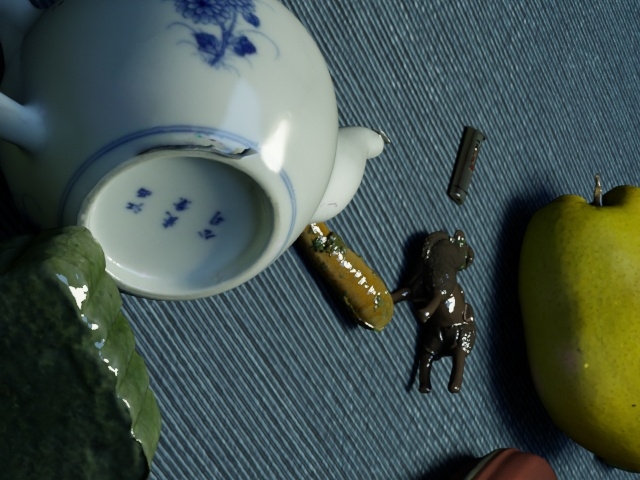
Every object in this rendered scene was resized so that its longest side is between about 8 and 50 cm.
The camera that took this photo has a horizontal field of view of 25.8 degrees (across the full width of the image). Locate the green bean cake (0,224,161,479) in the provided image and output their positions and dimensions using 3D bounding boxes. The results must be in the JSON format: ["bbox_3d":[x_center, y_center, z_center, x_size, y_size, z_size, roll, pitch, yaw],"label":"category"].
[{"bbox_3d":[-0.215,0.094,0.949,0.094,0.183,0.185,-80,153,-69],"label":"green bean cake"}]

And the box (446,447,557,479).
[{"bbox_3d":[0.163,0.377,1.436,0.404,0.108,0.263,-30,109,-59],"label":"box"}]

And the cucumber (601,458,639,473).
[{"bbox_3d":[0.419,0.159,1.849,0.067,0.067,0.293,29,66,-48],"label":"cucumber"}]

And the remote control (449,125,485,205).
[{"bbox_3d":[0.166,-0.085,1.574,0.034,0.016,0.091,44,56,-47],"label":"remote control"}]

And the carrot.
[{"bbox_3d":[0.000,0.000,1.344,0.254,0.049,0.049,51,51,-32],"label":"carrot"}]

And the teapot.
[{"bbox_3d":[-0.119,-0.103,1.055,0.424,0.252,0.280,18,38,-27],"label":"teapot"}]

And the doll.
[{"bbox_3d":[0.132,0.064,1.497,0.165,0.057,0.139,-52,124,-45],"label":"doll"}]

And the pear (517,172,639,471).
[{"bbox_3d":[0.366,0.103,1.627,0.336,0.285,0.285,51,49,-18],"label":"pear"}]
